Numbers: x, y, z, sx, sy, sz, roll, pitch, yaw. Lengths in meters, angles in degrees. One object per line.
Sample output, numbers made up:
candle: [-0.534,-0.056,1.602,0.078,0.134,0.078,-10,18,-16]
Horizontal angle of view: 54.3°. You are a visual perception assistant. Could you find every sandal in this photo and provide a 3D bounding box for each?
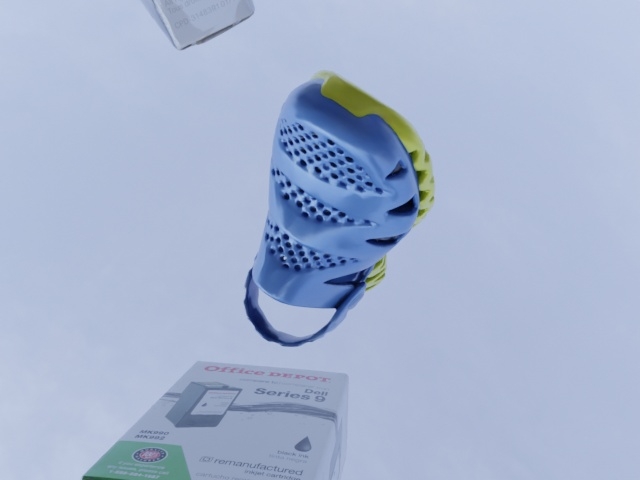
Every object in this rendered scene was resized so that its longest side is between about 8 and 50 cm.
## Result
sandal: [0.000,0.000,0.512,0.126,0.317,0.138,36,-115,18]

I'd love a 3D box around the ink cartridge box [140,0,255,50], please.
ink cartridge box: [-0.160,-0.301,0.317,0.072,0.307,0.304,-31,-121,-5]

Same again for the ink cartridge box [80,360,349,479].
ink cartridge box: [-0.090,0.242,0.675,0.211,0.289,0.122,3,-79,9]
